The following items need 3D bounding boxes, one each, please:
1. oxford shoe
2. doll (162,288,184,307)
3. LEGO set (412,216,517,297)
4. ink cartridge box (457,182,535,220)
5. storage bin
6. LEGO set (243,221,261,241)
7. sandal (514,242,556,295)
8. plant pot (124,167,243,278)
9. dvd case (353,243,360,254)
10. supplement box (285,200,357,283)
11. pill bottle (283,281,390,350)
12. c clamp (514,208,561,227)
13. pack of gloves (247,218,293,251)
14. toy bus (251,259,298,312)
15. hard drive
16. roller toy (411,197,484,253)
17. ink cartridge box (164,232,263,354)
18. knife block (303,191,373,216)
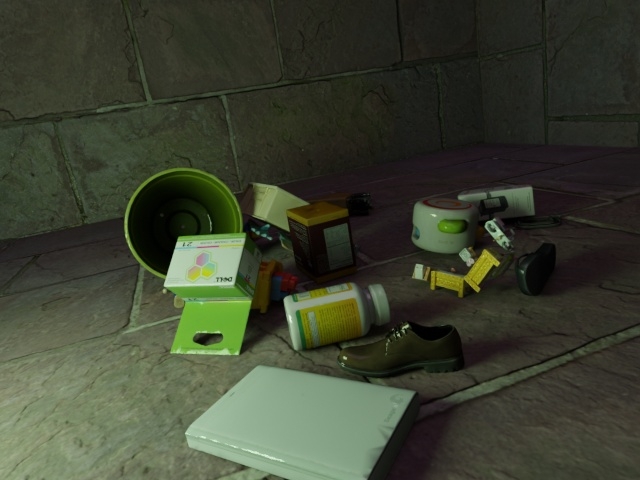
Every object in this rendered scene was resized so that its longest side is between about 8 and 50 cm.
[{"bbox_3d":[0.139,0.188,0.851,0.227,0.096,0.083,-10,17,5],"label":"oxford shoe"},{"bbox_3d":[-0.406,0.144,1.404,0.129,0.046,0.189,-11,16,-10],"label":"doll"},{"bbox_3d":[0.361,0.063,1.129,0.107,0.132,0.287,-9,-21,-38],"label":"LEGO set"},{"bbox_3d":[0.615,-0.133,1.644,0.237,0.100,0.172,-5,9,23],"label":"ink cartridge box"},{"bbox_3d":[-0.133,-0.099,1.713,0.262,0.123,0.260,25,-3,-33],"label":"storage bin"},{"bbox_3d":[-0.257,-0.010,1.739,0.093,0.087,0.227,-5,24,0],"label":"LEGO set"},{"bbox_3d":[0.494,0.066,1.091,0.054,0.097,0.254,5,11,36],"label":"sandal"},{"bbox_3d":[-0.484,-0.051,1.672,0.366,0.366,0.353,-14,4,-17],"label":"plant pot"},{"bbox_3d":[0.069,0.034,1.576,0.119,0.013,0.087,-3,17,17],"label":"dvd case"},{"bbox_3d":[0.000,0.000,1.401,0.129,0.194,0.191,-15,17,-19],"label":"supplement box"},{"bbox_3d":[0.035,0.153,0.987,0.208,0.118,0.117,-12,16,-8],"label":"pill bottle"},{"bbox_3d":[0.718,-0.066,1.548,0.160,0.022,0.137,-6,21,5],"label":"c clamp"},{"bbox_3d":[-0.159,-0.030,1.688,0.195,0.046,0.232,24,7,-16],"label":"pack of gloves"},{"bbox_3d":[-0.164,0.103,1.264,0.211,0.149,0.220,5,14,3],"label":"toy bus"},{"bbox_3d":[-0.026,0.279,0.729,0.307,0.040,0.203,0,18,31],"label":"hard drive"},{"bbox_3d":[0.377,-0.042,1.423,0.191,0.146,0.209,18,25,42],"label":"roller toy"},{"bbox_3d":[-0.252,0.119,1.059,0.188,0.097,0.255,-3,58,19],"label":"ink cartridge box"},{"bbox_3d":[0.086,-0.150,2.071,0.275,0.088,0.242,-15,16,-20],"label":"knife block"}]
